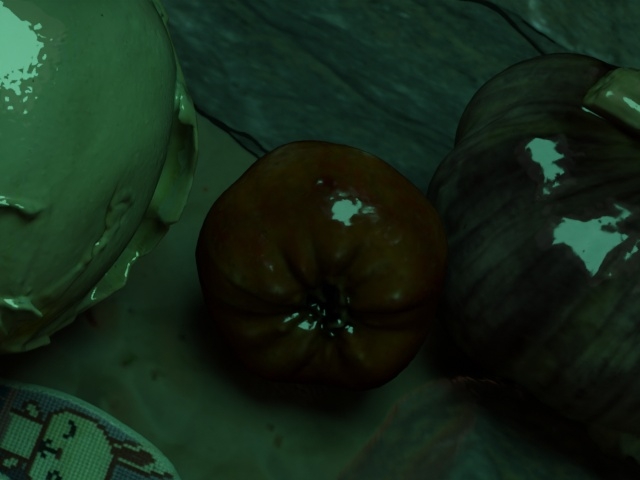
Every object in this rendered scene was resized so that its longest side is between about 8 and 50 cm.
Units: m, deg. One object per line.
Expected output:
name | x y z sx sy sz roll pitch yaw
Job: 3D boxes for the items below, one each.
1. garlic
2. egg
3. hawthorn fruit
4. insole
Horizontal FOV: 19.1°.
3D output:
garlic | 0.175 -0.006 0.998 0.245 0.160 0.245 21 41 -20
egg | -0.173 -0.067 0.856 0.244 0.201 0.201 37 44 27
hawthorn fruit | -0.004 0.011 0.934 0.125 0.125 0.140 -11 25 -32
insole | -0.152 0.083 0.872 0.197 0.004 0.065 25 46 -5
